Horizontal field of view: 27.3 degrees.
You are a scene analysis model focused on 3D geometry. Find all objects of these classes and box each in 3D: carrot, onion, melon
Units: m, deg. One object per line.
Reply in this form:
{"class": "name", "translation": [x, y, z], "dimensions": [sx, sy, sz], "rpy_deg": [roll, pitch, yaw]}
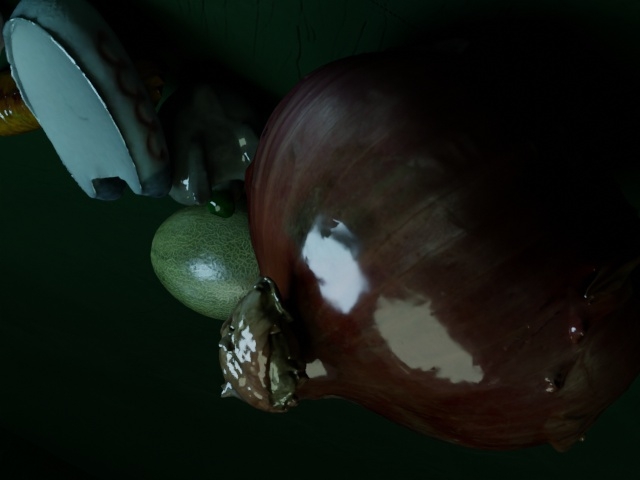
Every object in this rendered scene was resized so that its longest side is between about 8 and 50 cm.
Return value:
{"class": "carrot", "translation": [-0.254, -0.141, 1.294], "dimensions": [0.260, 0.070, 0.070], "rpy_deg": [0, 152, 41]}
{"class": "onion", "translation": [0.102, 0.006, 1.016], "dimensions": [0.354, 0.353, 0.353], "rpy_deg": [17, 159, 7]}
{"class": "melon", "translation": [-0.094, 0.021, 1.456], "dimensions": [0.192, 0.139, 0.139], "rpy_deg": [10, 157, 23]}

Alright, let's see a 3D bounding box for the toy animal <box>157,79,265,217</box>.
{"class": "toy animal", "translation": [-0.122, -0.093, 1.282], "dimensions": [0.108, 0.138, 0.236], "rpy_deg": [-17, -166, -16]}

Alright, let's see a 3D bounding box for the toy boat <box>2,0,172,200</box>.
{"class": "toy boat", "translation": [-0.199, -0.131, 1.169], "dimensions": [0.134, 0.079, 0.207], "rpy_deg": [0, 123, 51]}

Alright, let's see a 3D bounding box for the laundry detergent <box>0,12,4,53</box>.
{"class": "laundry detergent", "translation": [-0.463, -0.230, 1.231], "dimensions": [0.335, 0.087, 0.159], "rpy_deg": [12, 153, 22]}
